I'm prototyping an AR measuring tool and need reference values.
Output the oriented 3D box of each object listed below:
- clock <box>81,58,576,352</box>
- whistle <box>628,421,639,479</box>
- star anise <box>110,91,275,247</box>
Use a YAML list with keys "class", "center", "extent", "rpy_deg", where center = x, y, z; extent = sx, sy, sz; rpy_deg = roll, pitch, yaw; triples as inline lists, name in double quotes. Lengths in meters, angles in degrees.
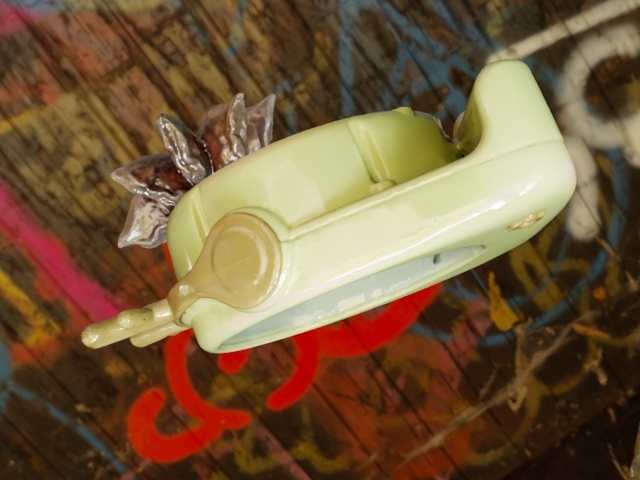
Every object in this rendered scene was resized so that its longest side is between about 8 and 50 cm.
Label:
- class: "clock"
  center: [0.000, 0.000, 0.551]
  extent: [0.308, 0.096, 0.235]
  rpy_deg: [-21, 171, -1]
- class: "whistle"
  center: [0.274, 0.156, 0.644]
  extent: [0.057, 0.068, 0.326]
  rpy_deg: [-9, -127, 49]
- class: "star anise"
  center: [-0.108, -0.070, 0.870]
  extent: [0.231, 0.089, 0.209]
  rpy_deg: [-21, 158, -27]
